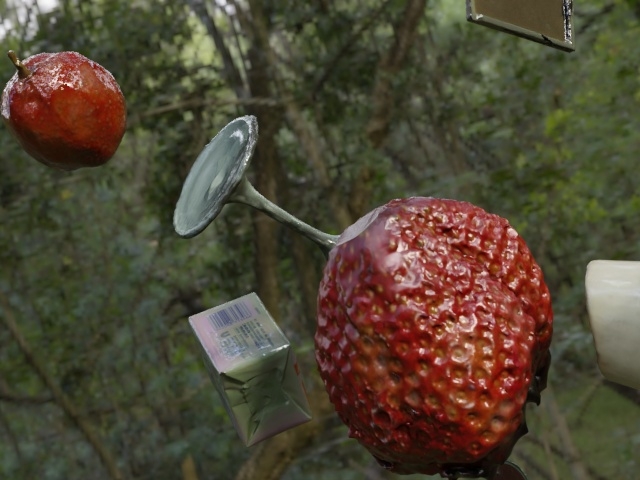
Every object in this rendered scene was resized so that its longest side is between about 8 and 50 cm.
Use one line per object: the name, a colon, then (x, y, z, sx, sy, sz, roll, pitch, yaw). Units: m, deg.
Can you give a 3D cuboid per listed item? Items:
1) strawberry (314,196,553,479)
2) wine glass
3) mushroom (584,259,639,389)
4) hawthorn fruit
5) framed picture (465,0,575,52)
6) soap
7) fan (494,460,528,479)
strawberry: (0.106, 0.093, 1.245, 0.238, 0.288, 0.250, -18, 34, 30)
wine glass: (0.000, 0.000, 1.810, 0.406, 0.267, 0.267, 29, -27, -24)
mushroom: (0.419, 0.100, 1.048, 0.353, 0.325, 0.353, -2, -44, -2)
hawthorn fruit: (-0.447, -0.231, 2.042, 0.205, 0.205, 0.253, -18, -36, 28)
framed picture: (0.274, -0.412, 1.676, 0.209, 0.281, 0.019, 11, -18, -35)
soap: (-0.122, 0.224, 2.113, 0.138, 0.182, 0.199, -22, 34, -12)
fan: (0.238, 0.312, 1.597, 0.005, 0.133, 0.085, -9, -38, -35)
